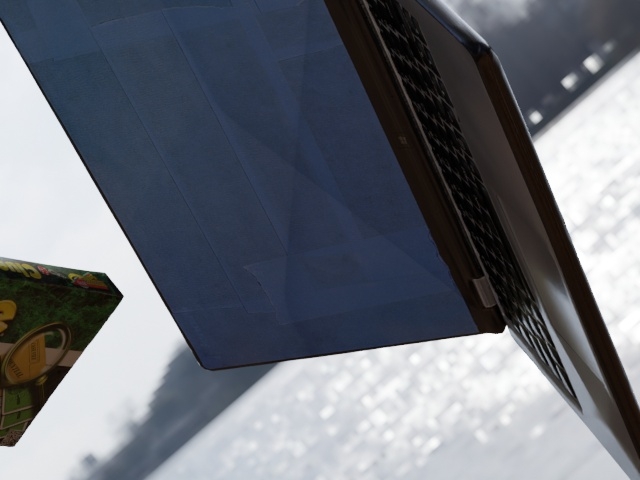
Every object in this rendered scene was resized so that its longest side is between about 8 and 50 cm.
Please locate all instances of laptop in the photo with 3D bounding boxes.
[{"bbox_3d":[0.000,0.000,1.264,0.236,0.382,0.408,-30,34,-4],"label":"laptop"}]

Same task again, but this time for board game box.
[{"bbox_3d":[-0.242,0.063,1.123,0.260,0.030,0.136,12,-62,-55],"label":"board game box"}]
